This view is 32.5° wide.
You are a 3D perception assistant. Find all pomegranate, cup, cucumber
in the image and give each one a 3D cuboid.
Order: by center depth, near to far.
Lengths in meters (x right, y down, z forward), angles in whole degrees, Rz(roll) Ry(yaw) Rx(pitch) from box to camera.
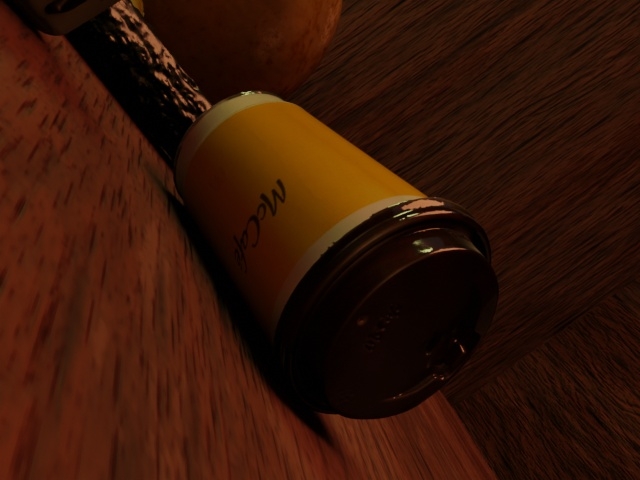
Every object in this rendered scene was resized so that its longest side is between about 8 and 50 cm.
[{"bbox_3d":[0.000,0.000,0.894,0.280,0.196,0.196,47,-3,38],"label":"cup"},{"bbox_3d":[-0.187,-0.188,1.034,0.300,0.072,0.072,53,3,-26],"label":"cucumber"},{"bbox_3d":[-0.126,-0.348,1.451,0.342,0.342,0.342,54,2,-3],"label":"pomegranate"}]

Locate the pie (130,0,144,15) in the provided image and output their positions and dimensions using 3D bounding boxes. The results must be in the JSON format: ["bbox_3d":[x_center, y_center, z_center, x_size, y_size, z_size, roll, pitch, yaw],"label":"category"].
[{"bbox_3d":[-0.256,-0.327,1.102,0.201,0.090,0.248,45,26,-81],"label":"pie"}]

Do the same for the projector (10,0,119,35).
[{"bbox_3d":[-0.228,-0.307,0.845,0.242,0.163,0.177,59,3,30],"label":"projector"}]
